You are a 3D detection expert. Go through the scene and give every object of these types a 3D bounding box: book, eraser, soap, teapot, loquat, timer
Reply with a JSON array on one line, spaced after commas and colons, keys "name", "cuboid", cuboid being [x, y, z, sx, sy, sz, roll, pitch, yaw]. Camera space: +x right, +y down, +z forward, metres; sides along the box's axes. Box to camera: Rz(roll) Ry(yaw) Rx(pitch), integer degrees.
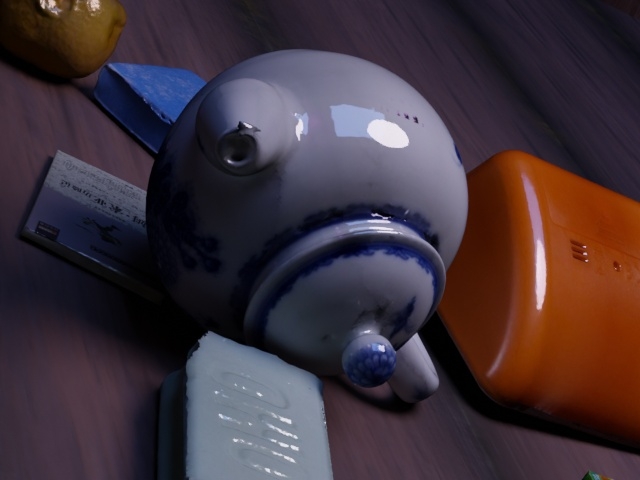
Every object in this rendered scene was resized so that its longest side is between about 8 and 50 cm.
[{"name": "book", "cuboid": [-0.177, -0.015, 1.455, 0.127, 0.014, 0.182, 28, 21, -10]}, {"name": "eraser", "cuboid": [-0.072, -0.065, 1.670, 0.312, 0.043, 0.144, 41, 22, 24]}, {"name": "soap", "cuboid": [-0.051, 0.147, 1.197, 0.114, 0.063, 0.198, 23, 22, -16]}, {"name": "teapot", "cuboid": [0.000, 0.000, 1.350, 0.424, 0.252, 0.280, 54, 10, -52]}, {"name": "loquat", "cuboid": [-0.251, -0.217, 1.678, 0.137, 0.113, 0.137, 19, 2, -1]}, {"name": "timer", "cuboid": [0.228, 0.069, 1.654, 0.257, 0.161, 0.250, 20, 43, -36]}]

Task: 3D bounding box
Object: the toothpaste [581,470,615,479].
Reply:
[{"name": "toothpaste", "cuboid": [0.248, 0.254, 1.400, 0.043, 0.037, 0.178, 24, 22, -21]}]
